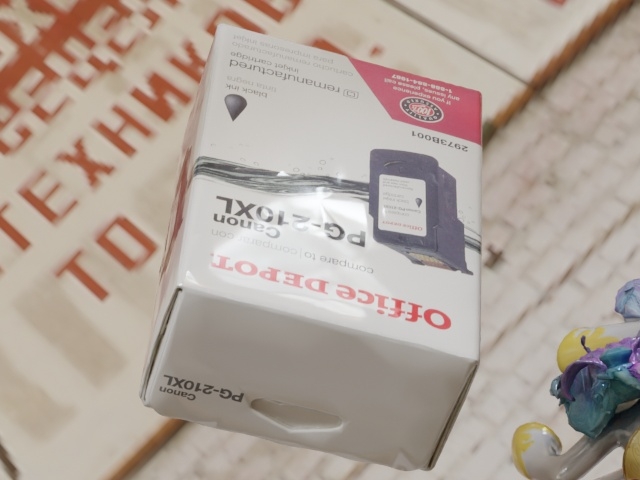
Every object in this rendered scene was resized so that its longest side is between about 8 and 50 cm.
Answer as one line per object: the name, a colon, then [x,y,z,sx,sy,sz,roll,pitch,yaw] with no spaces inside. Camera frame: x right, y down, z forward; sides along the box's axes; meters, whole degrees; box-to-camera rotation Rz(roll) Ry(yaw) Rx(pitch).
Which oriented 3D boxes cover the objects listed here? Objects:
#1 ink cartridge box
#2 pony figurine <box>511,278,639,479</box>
ink cartridge box: [0.000,0.000,1.128,0.172,0.237,0.100,14,-48,-8]
pony figurine: [0.303,0.089,1.407,0.303,0.363,0.351,46,-109,-7]
